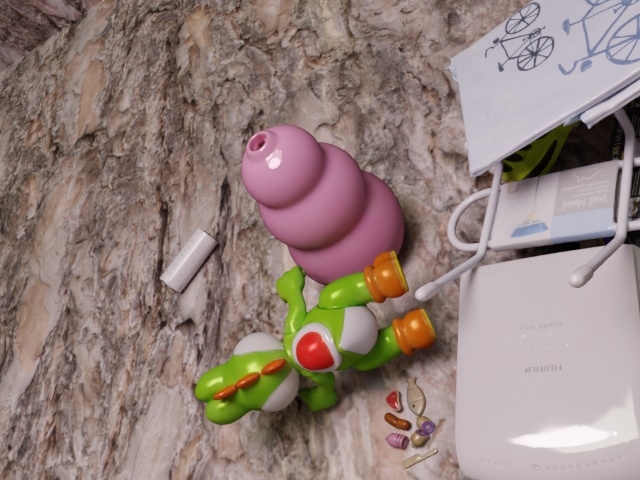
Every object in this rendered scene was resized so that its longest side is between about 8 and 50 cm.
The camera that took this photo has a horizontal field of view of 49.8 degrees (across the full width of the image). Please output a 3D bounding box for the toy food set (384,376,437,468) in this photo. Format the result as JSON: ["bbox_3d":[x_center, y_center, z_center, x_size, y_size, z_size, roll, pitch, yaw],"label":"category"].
[{"bbox_3d":[0.124,0.263,1.008,0.077,0.019,0.122,-32,46,15],"label":"toy food set"}]

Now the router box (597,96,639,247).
[{"bbox_3d":[0.513,-0.130,0.906,0.242,0.081,0.309,-7,55,48],"label":"router box"}]

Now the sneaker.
[{"bbox_3d":[0.364,-0.217,1.044,0.295,0.109,0.124,-51,17,32],"label":"sneaker"}]

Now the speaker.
[{"bbox_3d":[-0.275,0.041,1.446,0.055,0.055,0.136,28,80,45],"label":"speaker"}]

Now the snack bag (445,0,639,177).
[{"bbox_3d":[0.329,-0.255,0.943,0.342,0.037,0.323,-33,34,31],"label":"snack bag"}]

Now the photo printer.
[{"bbox_3d":[0.297,0.169,0.878,0.255,0.107,0.308,-11,54,32],"label":"photo printer"}]

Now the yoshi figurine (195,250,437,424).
[{"bbox_3d":[-0.016,0.162,1.063,0.362,0.203,0.204,-27,46,3],"label":"yoshi figurine"}]

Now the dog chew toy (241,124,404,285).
[{"bbox_3d":[-0.003,-0.061,1.109,0.206,0.332,0.207,-19,51,26],"label":"dog chew toy"}]

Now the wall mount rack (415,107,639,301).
[{"bbox_3d":[0.277,-0.033,0.901,0.350,0.130,0.304,-11,49,43],"label":"wall mount rack"}]
